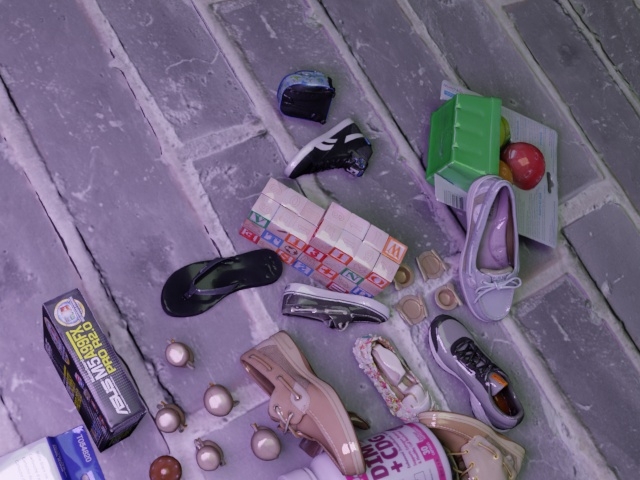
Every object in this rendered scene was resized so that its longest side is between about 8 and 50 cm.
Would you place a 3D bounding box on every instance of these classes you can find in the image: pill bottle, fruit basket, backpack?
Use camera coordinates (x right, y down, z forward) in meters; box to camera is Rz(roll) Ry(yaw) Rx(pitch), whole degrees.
[{"bbox_3d":[0.076,0.438,1.302,0.283,0.160,0.160,-13,73,-23],"label":"pill bottle"},{"bbox_3d":[0.409,-0.174,1.700,0.353,0.165,0.327,21,63,-28],"label":"fruit basket"},{"bbox_3d":[-0.037,-0.319,1.611,0.114,0.105,0.084,3,45,-17],"label":"backpack"}]

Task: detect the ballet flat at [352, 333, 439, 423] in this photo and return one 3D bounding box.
[{"bbox_3d":[0.156,0.282,1.442,0.241,0.077,0.091,47,61,3],"label":"ballet flat"}]

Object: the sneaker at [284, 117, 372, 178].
[{"bbox_3d":[0.033,-0.171,1.583,0.121,0.079,0.217,47,60,5],"label":"sneaker"}]

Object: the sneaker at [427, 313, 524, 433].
[{"bbox_3d":[0.322,0.262,1.493,0.100,0.108,0.271,-30,80,-25],"label":"sneaker"}]

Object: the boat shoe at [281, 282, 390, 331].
[{"bbox_3d":[0.030,0.145,1.460,0.219,0.078,0.070,12,64,-6],"label":"boat shoe"}]

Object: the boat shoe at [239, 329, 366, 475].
[{"bbox_3d":[-0.035,0.296,1.286,0.110,0.121,0.341,-24,37,-17],"label":"boat shoe"}]

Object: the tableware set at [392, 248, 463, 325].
[{"bbox_3d":[0.219,0.098,1.572,0.168,0.020,0.141,-18,76,-25],"label":"tableware set"}]

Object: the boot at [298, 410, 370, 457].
[{"bbox_3d":[0.026,0.371,1.382,0.106,0.037,0.114,26,59,7],"label":"boot"}]

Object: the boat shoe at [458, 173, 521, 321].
[{"bbox_3d":[0.363,0.025,1.540,0.118,0.103,0.320,-1,102,-7],"label":"boat shoe"}]

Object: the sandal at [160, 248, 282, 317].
[{"bbox_3d":[-0.191,0.070,1.420,0.254,0.054,0.097,-22,77,-26],"label":"sandal"}]

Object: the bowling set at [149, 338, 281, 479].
[{"bbox_3d":[-0.223,0.324,1.277,0.200,0.154,0.287,-42,87,-10],"label":"bowling set"}]

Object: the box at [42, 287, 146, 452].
[{"bbox_3d":[-0.369,0.218,1.177,0.060,0.270,0.216,-28,80,-28],"label":"box"}]

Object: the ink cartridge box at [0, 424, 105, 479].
[{"bbox_3d":[-0.451,0.440,1.183,0.224,0.045,0.223,-22,77,-26],"label":"ink cartridge box"}]

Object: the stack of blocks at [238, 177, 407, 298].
[{"bbox_3d":[0.000,0.000,1.451,0.297,0.171,0.087,31,62,-4],"label":"stack of blocks"}]

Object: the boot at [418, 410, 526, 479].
[{"bbox_3d":[0.273,0.449,1.389,0.262,0.095,0.203,32,62,-27],"label":"boot"}]
